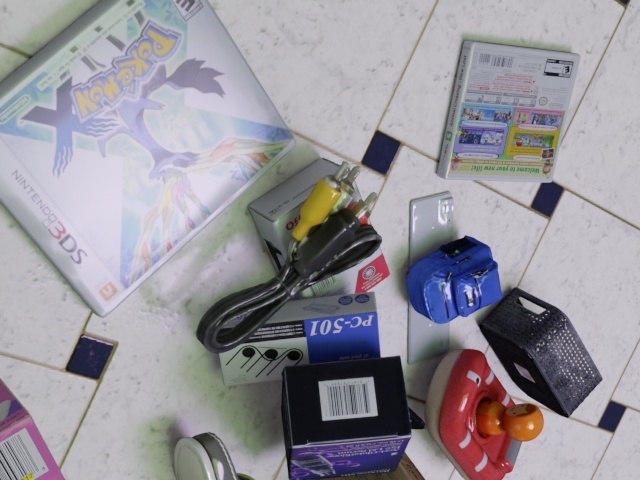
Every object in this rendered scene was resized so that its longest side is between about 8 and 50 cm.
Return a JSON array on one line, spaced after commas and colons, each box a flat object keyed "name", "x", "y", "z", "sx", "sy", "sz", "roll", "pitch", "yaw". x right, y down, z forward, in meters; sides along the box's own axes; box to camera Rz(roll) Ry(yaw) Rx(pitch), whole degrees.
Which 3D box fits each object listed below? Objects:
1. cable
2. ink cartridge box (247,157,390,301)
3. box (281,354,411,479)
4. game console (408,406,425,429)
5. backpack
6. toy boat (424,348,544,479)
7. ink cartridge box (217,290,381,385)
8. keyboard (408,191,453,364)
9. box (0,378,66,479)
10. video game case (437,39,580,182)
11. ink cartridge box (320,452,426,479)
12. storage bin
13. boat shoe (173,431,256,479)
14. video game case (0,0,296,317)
[{"name": "cable", "x": -0.034, "y": 0.031, "z": 1.531, "sx": 0.287, "sy": 0.072, "sz": 0.139, "roll": -43, "pitch": 144, "yaw": 4}, {"name": "ink cartridge box", "x": 0.000, "y": 0.000, "z": 1.604, "sx": 0.127, "sy": 0.072, "sz": 0.175, "roll": -34, "pitch": 124, "yaw": -18}, {"name": "box", "x": 0.029, "y": 0.234, "z": 1.601, "sx": 0.153, "sy": 0.108, "sz": 0.207, "roll": -5, "pitch": 157, "yaw": -4}, {"name": "game console", "x": 0.071, "y": 0.263, "z": 1.761, "sx": 0.122, "sy": 0.107, "sz": 0.071, "roll": 46, "pitch": 52, "yaw": -38}, {"name": "backpack", "x": 0.186, "y": 0.059, "z": 1.726, "sx": 0.120, "sy": 0.101, "sz": 0.098, "roll": -21, "pitch": 112, "yaw": -17}, {"name": "toy boat", "x": 0.256, "y": 0.260, "z": 1.815, "sx": 0.231, "sy": 0.151, "sz": 0.151, "roll": 53, "pitch": 49, "yaw": -37}, {"name": "ink cartridge box", "x": -0.028, "y": 0.126, "z": 1.582, "sx": 0.207, "sy": 0.046, "sz": 0.097, "roll": -6, "pitch": 125, "yaw": 0}, {"name": "keyboard", "x": 0.157, "y": 0.057, "z": 1.777, "sx": 0.072, "sy": 0.014, "sz": 0.256, "roll": -12, "pitch": 114, "yaw": -25}, {"name": "box", "x": -0.416, "y": 0.230, "z": 1.297, "sx": 0.213, "sy": 0.243, "sz": 0.117, "roll": -32, "pitch": 123, "yaw": -20}, {"name": "video game case", "x": 0.268, "y": -0.179, "z": 1.753, "sx": 0.212, "sy": 0.023, "sz": 0.193, "roll": 0, "pitch": 108, "yaw": -35}, {"name": "ink cartridge box", "x": 0.080, "y": 0.409, "z": 1.698, "sx": 0.193, "sy": 0.235, "sz": 0.088, "roll": -45, "pitch": 131, "yaw": 6}, {"name": "storage bin", "x": 0.333, "y": 0.170, "z": 1.871, "sx": 0.084, "sy": 0.122, "sz": 0.180, "roll": -44, "pitch": 127, "yaw": -13}, {"name": "boat shoe", "x": -0.119, "y": 0.363, "z": 1.647, "sx": 0.091, "sy": 0.109, "sz": 0.305, "roll": -28, "pitch": 128, "yaw": -24}, {"name": "video game case", "x": -0.216, "y": -0.118, "z": 1.432, "sx": 0.329, "sy": 0.036, "sz": 0.300, "roll": -43, "pitch": 127, "yaw": -14}]
